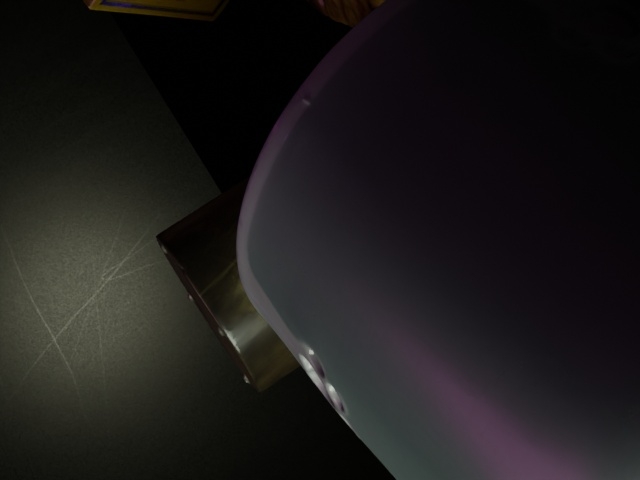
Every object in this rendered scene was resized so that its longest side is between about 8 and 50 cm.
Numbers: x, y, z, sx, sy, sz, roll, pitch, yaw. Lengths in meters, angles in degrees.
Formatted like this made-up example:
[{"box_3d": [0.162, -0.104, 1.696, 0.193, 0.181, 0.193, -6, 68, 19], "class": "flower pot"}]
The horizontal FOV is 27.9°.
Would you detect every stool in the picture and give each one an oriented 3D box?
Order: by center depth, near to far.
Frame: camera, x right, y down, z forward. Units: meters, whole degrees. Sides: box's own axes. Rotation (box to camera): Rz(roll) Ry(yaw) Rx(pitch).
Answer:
[{"box_3d": [0.000, 0.000, 1.220, 0.179, 0.264, 0.179, 56, 172, 12], "class": "stool"}]

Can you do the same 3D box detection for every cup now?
[{"box_3d": [0.167, 0.048, 0.660, 0.356, 0.259, 0.274, 19, -155, -49], "class": "cup"}]

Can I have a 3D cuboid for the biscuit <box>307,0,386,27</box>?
[{"box_3d": [-0.037, -0.318, 1.014, 0.359, 0.046, 0.359, 55, 170, 14], "class": "biscuit"}]

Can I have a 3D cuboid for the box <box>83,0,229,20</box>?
[{"box_3d": [-0.243, -0.382, 1.464, 0.192, 0.084, 0.301, -7, -128, -49], "class": "box"}]
